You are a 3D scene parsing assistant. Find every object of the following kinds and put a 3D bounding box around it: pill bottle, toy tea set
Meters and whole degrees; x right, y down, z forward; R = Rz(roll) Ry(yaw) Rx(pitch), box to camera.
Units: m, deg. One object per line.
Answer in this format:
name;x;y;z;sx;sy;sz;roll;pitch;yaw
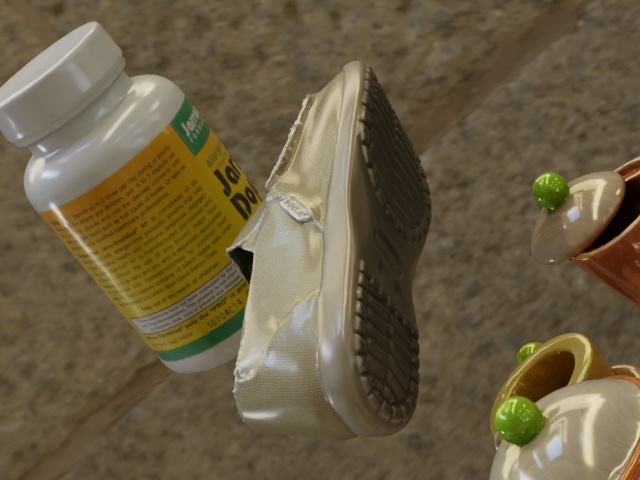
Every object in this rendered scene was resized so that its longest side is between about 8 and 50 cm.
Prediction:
pill bottle;-0.109;-0.028;1.030;0.118;0.117;0.208;-29;110;24
toy tea set;0.139;0.044;0.765;0.124;0.336;0.200;42;96;-17

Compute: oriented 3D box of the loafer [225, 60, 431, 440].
loafer;0.000;0.000;0.890;0.092;0.268;0.102;-17;125;19
